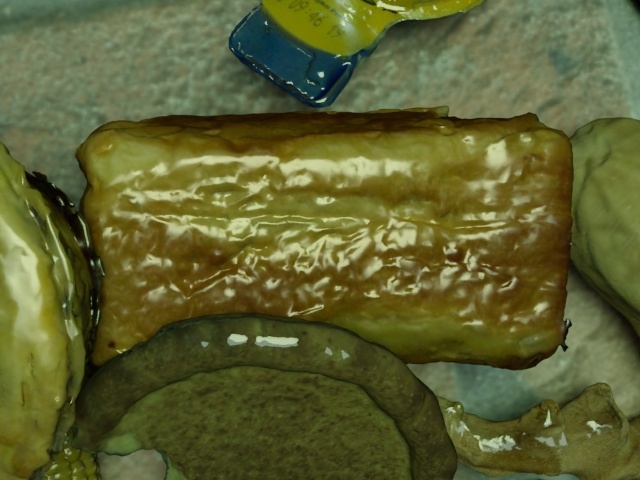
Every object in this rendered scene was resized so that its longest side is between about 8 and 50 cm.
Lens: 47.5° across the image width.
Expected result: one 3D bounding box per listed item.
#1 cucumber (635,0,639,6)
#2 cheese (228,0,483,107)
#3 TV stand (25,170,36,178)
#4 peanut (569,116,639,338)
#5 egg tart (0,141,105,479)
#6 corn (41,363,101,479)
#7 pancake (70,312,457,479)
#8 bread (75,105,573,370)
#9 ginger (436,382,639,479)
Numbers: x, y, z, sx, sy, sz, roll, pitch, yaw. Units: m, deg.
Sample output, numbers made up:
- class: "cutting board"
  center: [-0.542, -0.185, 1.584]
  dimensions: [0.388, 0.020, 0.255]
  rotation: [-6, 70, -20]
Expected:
- class: "cucumber"
  center: [0.283, -0.217, 0.598]
  dimensions: [0.056, 0.056, 0.284]
  rotation: [-39, 89, -6]
- class: "cheese"
  center: [0.041, -0.216, 0.541]
  dimensions: [0.177, 0.069, 0.270]
  rotation: [35, 72, 4]
- class: "TV stand"
  center: [-0.347, -0.083, 0.511]
  dimensions: [0.269, 0.083, 0.088]
  rotation: [33, 88, -6]
- class: "peanut"
  center: [0.282, 0.033, 0.554]
  dimensions: [0.130, 0.130, 0.290]
  rotation: [-39, 92, -6]
- class: "egg tart"
  center: [-0.205, 0.031, 0.415]
  dimensions: [0.241, 0.106, 0.241]
  rotation: [10, 108, 32]
- class: "corn"
  center: [-0.196, 0.195, 0.522]
  dimensions: [0.086, 0.086, 0.288]
  rotation: [-7, 92, -6]
- class: "pancake"
  center: [-0.044, 0.171, 0.491]
  dimensions: [0.286, 0.033, 0.288]
  rotation: [30, 112, -25]
- class: "bread"
  center: [-0.001, 0.002, 0.516]
  dimensions: [0.344, 0.149, 0.195]
  rotation: [0, 102, -7]
- class: "ginger"
  center: [0.176, 0.150, 0.570]
  dimensions: [0.288, 0.075, 0.089]
  rotation: [7, 110, -11]
